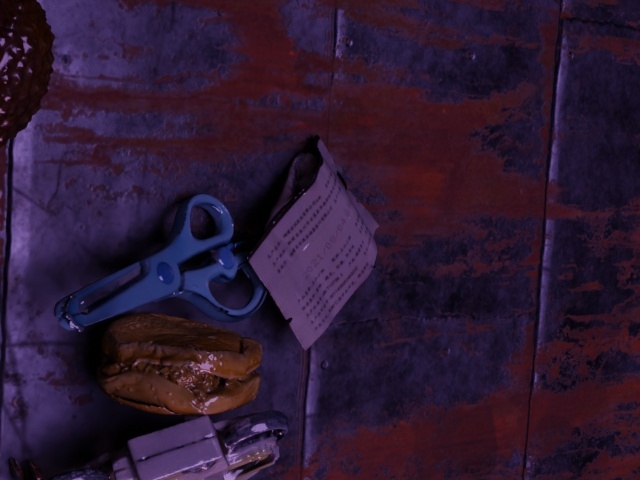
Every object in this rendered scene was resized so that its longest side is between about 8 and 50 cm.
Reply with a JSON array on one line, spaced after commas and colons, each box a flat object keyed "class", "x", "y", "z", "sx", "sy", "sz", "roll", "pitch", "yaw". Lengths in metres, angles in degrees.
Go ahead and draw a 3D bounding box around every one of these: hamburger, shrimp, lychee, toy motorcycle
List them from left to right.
[{"class": "lychee", "x": -0.393, "y": -0.205, "z": 1.401, "sx": 0.200, "sy": 0.200, "sz": 0.238, "roll": -22, "pitch": 132, "yaw": -36}, {"class": "shrimp", "x": -0.366, "y": 0.313, "z": 1.601, "sx": 0.038, "sy": 0.029, "sz": 0.092, "roll": -20, "pitch": 105, "yaw": -35}, {"class": "toy motorcycle", "x": -0.204, "y": 0.301, "z": 1.620, "sx": 0.341, "sy": 0.223, "sz": 0.107, "roll": -15, "pitch": 67, "yaw": -20}, {"class": "hamburger", "x": -0.181, "y": 0.156, "z": 1.615, "sx": 0.214, "sy": 0.214, "sz": 0.108, "roll": 1, "pitch": 95, "yaw": -40}]

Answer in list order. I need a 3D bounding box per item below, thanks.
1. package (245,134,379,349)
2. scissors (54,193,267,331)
[{"class": "package", "x": 0.000, "y": 0.000, "z": 1.813, "sx": 0.204, "sy": 0.062, "sz": 0.250, "roll": 56, "pitch": 47, "yaw": -34}, {"class": "scissors", "x": -0.197, "y": 0.050, "z": 1.608, "sx": 0.393, "sy": 0.032, "sz": 0.180, "roll": -24, "pitch": 88, "yaw": -56}]
